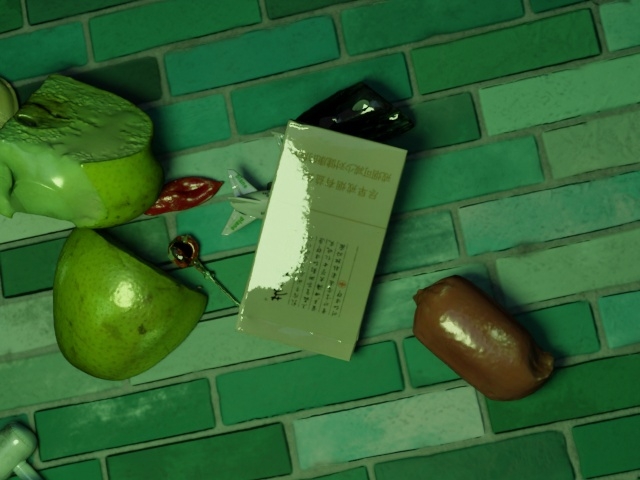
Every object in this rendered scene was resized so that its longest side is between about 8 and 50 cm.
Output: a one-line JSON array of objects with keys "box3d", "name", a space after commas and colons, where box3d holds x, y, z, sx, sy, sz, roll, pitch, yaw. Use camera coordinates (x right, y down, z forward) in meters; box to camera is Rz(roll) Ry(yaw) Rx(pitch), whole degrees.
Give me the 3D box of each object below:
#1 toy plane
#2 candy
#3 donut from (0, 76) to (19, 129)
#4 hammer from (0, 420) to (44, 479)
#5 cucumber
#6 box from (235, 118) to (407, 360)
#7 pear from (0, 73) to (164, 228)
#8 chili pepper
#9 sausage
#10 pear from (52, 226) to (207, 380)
[{"box3d": [-0.040, -0.058, 1.902, 0.255, 0.101, 0.251, 4, 81, 5], "name": "toy plane"}, {"box3d": [-0.195, 0.063, 1.939, 0.185, 0.049, 0.055, 44, 96, 4], "name": "candy"}, {"box3d": [-0.635, -0.263, 2.036, 0.166, 0.065, 0.108, 6, 81, 9], "name": "donut"}, {"box3d": [-0.503, 0.414, 1.911, 0.194, 0.069, 0.116, 44, 88, 7], "name": "hammer"}, {"box3d": [0.051, -0.215, 1.928, 0.193, 0.086, 0.115, -23, 80, 11], "name": "cucumber"}, {"box3d": [0.000, 0.001, 1.827, 0.205, 0.051, 0.365, 15, 98, -1], "name": "box"}, {"box3d": [-0.401, -0.130, 1.907, 0.282, 0.286, 0.176, 14, 127, 5], "name": "pear"}, {"box3d": [-0.264, -0.076, 1.961, 0.191, 0.050, 0.059, -16, 62, -2], "name": "chili pepper"}, {"box3d": [0.256, 0.162, 1.803, 0.254, 0.148, 0.148, 43, 89, 11], "name": "sausage"}, {"box3d": [-0.378, 0.120, 1.912, 0.288, 0.139, 0.239, 31, 95, 13], "name": "pear"}]
